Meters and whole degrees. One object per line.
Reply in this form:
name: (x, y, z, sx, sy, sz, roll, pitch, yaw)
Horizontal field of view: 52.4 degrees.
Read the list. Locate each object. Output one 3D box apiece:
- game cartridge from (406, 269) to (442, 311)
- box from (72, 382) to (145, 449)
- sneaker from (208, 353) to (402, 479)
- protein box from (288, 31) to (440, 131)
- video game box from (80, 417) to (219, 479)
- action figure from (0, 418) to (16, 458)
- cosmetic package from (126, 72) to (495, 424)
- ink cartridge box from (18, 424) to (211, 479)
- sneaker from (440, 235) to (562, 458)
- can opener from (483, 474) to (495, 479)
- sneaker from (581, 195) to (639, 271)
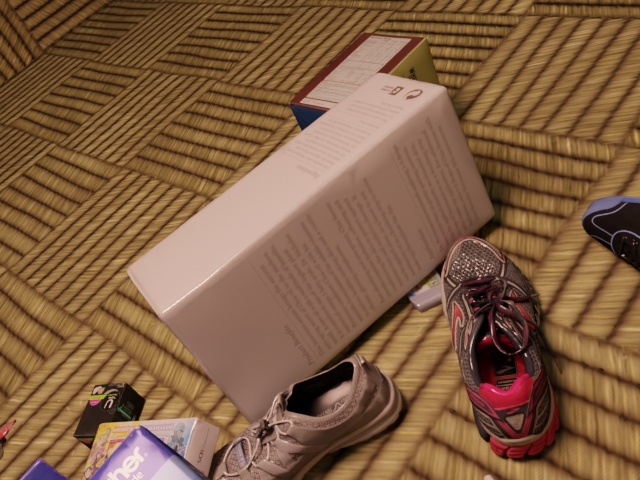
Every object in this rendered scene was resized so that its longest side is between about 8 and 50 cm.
game cartridge: (0.144, 0.062, 0.923, 0.056, 0.017, 0.083, -29, 40, 5)
box: (-0.304, 0.255, 0.940, 0.062, 0.052, 0.083, -9, 45, 22)
sneaker: (-0.044, 0.222, 0.781, 0.281, 0.115, 0.105, -34, 41, -4)
protein box: (0.091, -0.201, 1.081, 0.136, 0.200, 0.201, 23, 61, 42)
video game box: (-0.225, 0.314, 0.785, 0.205, 0.048, 0.187, -14, 53, 37)
action figure: (-0.513, 0.367, 0.792, 0.248, 0.275, 0.370, 3, 63, 39)
cosmetic package: (0.000, 0.000, 0.889, 0.453, 0.230, 0.161, -39, 35, -13)
ink cartridge box: (-0.143, 0.362, 0.576, 0.395, 0.151, 0.270, 30, 65, 24)
sneaker: (0.211, 0.098, 0.776, 0.120, 0.112, 0.299, -18, 41, 11)
can opener: (0.198, 0.275, 0.524, 0.093, 0.074, 0.280, -14, 8, -2)
sneaker: (0.410, 0.017, 0.772, 0.232, 0.081, 0.090, 24, 55, 41)
